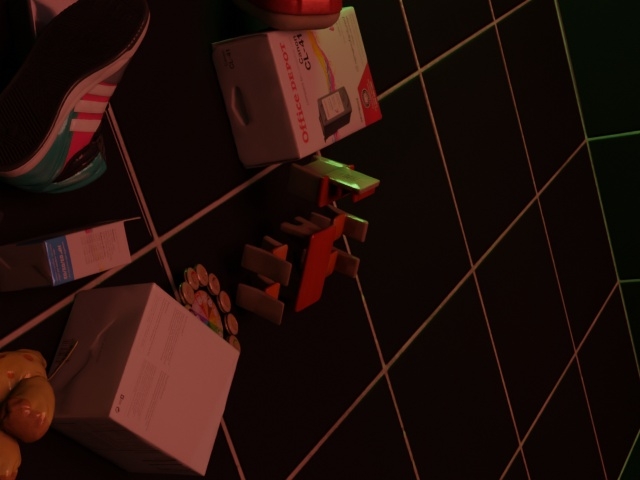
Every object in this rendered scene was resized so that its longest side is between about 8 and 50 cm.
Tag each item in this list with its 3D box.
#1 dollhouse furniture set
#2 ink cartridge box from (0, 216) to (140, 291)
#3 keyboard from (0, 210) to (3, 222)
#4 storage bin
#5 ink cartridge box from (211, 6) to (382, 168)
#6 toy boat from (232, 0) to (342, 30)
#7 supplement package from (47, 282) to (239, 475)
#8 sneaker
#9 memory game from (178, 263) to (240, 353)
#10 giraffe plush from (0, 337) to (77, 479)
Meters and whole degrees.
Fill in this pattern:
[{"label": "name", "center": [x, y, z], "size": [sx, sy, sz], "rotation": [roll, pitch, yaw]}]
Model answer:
[{"label": "dollhouse furniture set", "center": [0.000, 0.000, 1.750], "size": [0.262, 0.135, 0.259], "rotation": [-28, 136, -54]}, {"label": "ink cartridge box", "center": [-0.327, 0.016, 1.366], "size": [0.181, 0.104, 0.062], "rotation": [-20, 102, -56]}, {"label": "keyboard", "center": [-0.474, -0.095, 1.188], "size": [0.317, 0.033, 0.202], "rotation": [50, 46, -53]}, {"label": "storage bin", "center": [-0.358, -0.276, 1.387], "size": [0.091, 0.098, 0.135], "rotation": [-12, 95, -46]}, {"label": "ink cartridge box", "center": [-0.034, -0.277, 1.836], "size": [0.306, 0.131, 0.226], "rotation": [-35, 113, -54]}, {"label": "toy boat", "center": [-0.061, -0.449, 1.728], "size": [0.151, 0.231, 0.151], "rotation": [-9, 121, -31]}, {"label": "supplement package", "center": [-0.247, 0.195, 1.417], "size": [0.203, 0.149, 0.194], "rotation": [46, 48, -43]}, {"label": "sneaker", "center": [-0.312, -0.175, 1.341], "size": [0.295, 0.123, 0.178], "rotation": [-55, 168, -16]}, {"label": "memory game", "center": [-0.171, 0.125, 1.616], "size": [0.186, 0.012, 0.186], "rotation": [-18, 90, -72]}, {"label": "giraffe plush", "center": [-0.407, 0.167, 1.193], "size": [0.170, 0.181, 0.210], "rotation": [34, 66, -24]}]
